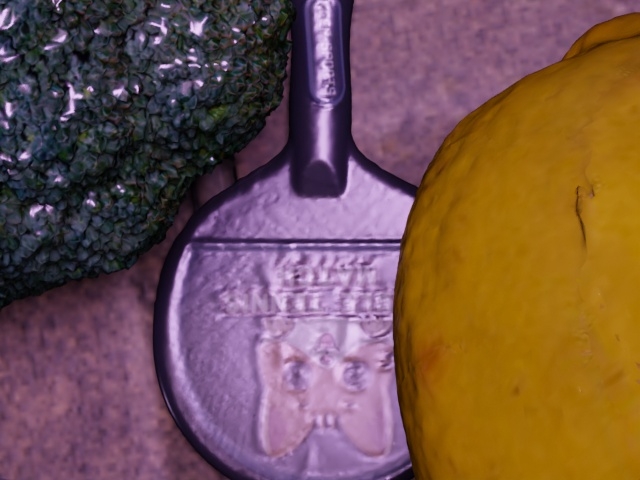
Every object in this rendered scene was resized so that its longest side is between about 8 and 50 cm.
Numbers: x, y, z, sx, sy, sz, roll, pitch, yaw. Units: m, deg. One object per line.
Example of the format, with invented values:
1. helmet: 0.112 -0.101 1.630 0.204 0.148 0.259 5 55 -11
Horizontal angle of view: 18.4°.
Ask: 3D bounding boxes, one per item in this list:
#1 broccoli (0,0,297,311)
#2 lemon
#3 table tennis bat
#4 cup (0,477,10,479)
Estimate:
1. broccoli: -0.165 -0.103 0.810 0.297 0.297 0.297 -7 52 4
2. lemon: 0.152 0.052 0.749 0.260 0.260 0.284 5 86 5
3. table tennis bat: 0.000 0.000 0.879 0.150 0.027 0.236 0 86 5
4. cup: -0.178 0.194 0.725 0.212 0.317 0.212 0 84 4
